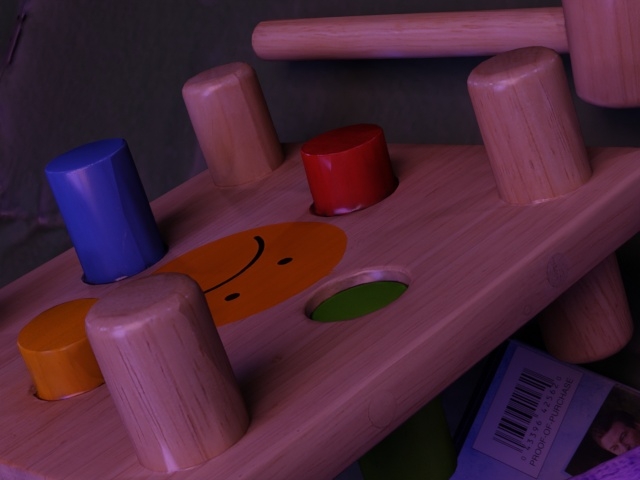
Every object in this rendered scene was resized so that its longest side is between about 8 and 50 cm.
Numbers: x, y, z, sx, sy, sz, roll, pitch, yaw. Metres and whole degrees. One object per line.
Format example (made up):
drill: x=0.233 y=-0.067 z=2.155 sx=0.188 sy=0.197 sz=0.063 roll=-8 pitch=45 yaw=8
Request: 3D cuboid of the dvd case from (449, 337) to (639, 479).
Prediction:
dvd case: x=0.145 y=0.165 z=0.550 sx=0.253 sy=0.022 sz=0.180 roll=22 pitch=86 yaw=32

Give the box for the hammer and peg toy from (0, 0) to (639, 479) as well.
hammer and peg toy: x=0.000 y=0.000 z=0.578 sx=0.266 sy=0.361 sz=0.127 roll=5 pitch=121 yaw=47

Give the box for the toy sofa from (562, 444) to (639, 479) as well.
toy sofa: x=0.073 y=0.154 z=0.437 sx=0.363 sy=0.150 sz=0.177 roll=-23 pitch=68 yaw=3
